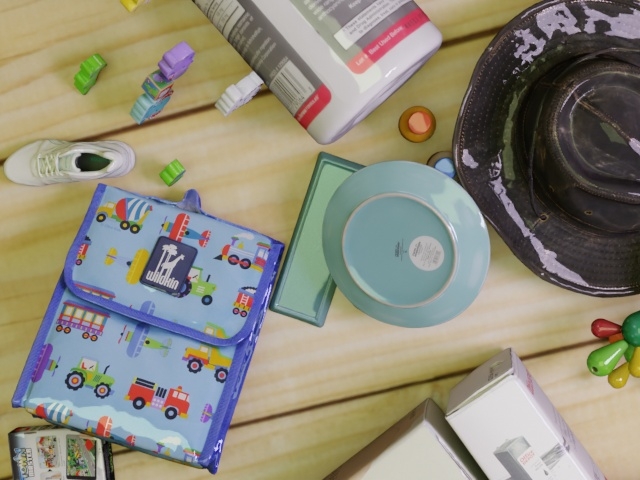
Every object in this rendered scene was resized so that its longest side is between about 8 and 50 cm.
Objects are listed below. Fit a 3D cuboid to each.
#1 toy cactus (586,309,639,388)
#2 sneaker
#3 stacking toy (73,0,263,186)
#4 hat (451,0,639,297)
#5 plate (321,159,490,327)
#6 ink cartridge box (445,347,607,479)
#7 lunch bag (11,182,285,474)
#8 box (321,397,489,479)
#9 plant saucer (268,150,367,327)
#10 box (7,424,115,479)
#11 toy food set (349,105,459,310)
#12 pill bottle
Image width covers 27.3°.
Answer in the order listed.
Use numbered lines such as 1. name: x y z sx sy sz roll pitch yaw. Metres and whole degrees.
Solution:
1. toy cactus: 0.380 0.074 1.386 0.219 0.112 0.180 -7 124 -5
2. sneaker: -0.291 -0.090 1.494 0.152 0.061 0.053 -6 96 9
3. stacking toy: -0.170 -0.172 1.432 0.167 0.052 0.221 49 140 3
4. hat: 0.308 -0.096 1.340 0.331 0.134 0.331 -1 94 -11
5. plate: 0.085 0.008 1.392 0.188 0.024 0.188 7 110 20
6. ink cartridge box: 0.231 0.234 1.406 0.092 0.158 0.218 -34 89 9
7. lunch bag: -0.179 0.084 1.468 0.221 0.138 0.293 17 77 3
8. box: 0.034 0.321 1.445 0.311 0.148 0.121 -39 89 7
9. plant saucer: 0.000 0.000 1.487 0.067 0.018 0.192 19 97 5
10. box: -0.294 0.317 1.537 0.114 0.036 0.207 -5 94 7
11. toy food set: 0.100 -0.024 1.425 0.111 0.104 0.232 21 94 2
12. pill bottle: -0.036 -0.271 1.390 0.176 0.176 0.318 -41 89 8
